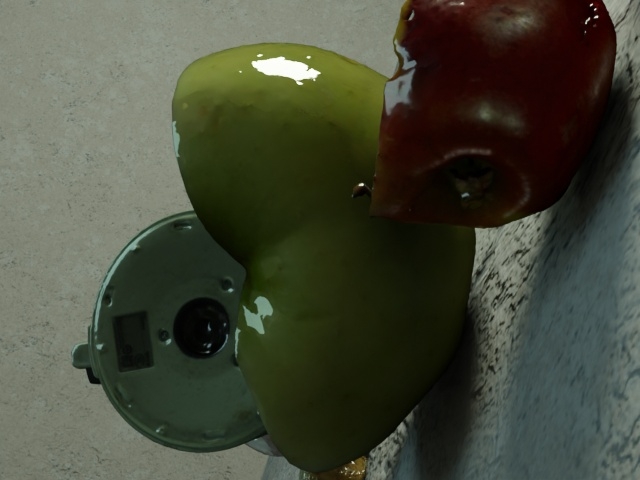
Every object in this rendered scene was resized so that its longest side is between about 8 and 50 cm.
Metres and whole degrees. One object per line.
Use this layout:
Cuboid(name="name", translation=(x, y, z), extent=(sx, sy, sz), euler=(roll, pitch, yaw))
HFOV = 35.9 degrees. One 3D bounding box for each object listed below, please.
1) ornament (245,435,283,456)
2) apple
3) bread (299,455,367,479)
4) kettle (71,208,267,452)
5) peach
Cuboid(name="ornament", translation=(-0.068, 0.203, 1.543), extent=(0.225, 0.259, 0.259), euler=(-53, -4, -21))
Cuboid(name="apple", translation=(0.000, 0.000, 0.899), extent=(0.320, 0.312, 0.360), euler=(-64, -12, 13))
Cuboid(name="bread", translation=(0.011, 0.287, 1.183), extent=(0.083, 0.070, 0.076), euler=(-84, 12, -69))
Cuboid(name="kettle", translation=(-0.118, 0.124, 1.198), extent=(0.377, 0.361, 0.249), euler=(18, -123, -71))
Cuboid(name="peach", translation=(0.134, -0.133, 0.717), extent=(0.267, 0.154, 0.158), euler=(-65, -12, -51))
